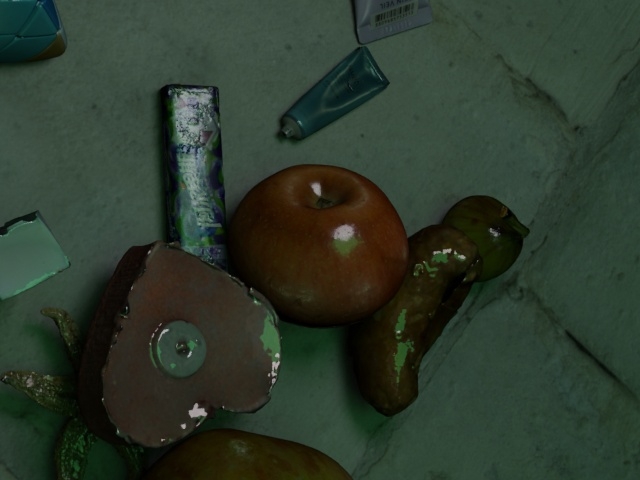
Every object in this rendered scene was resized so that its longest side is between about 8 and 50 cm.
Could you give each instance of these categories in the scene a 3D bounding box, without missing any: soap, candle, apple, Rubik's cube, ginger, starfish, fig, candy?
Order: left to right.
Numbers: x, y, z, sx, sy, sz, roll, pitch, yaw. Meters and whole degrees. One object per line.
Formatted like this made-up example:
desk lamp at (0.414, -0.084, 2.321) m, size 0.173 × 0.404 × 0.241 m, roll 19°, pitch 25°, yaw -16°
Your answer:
Rubik's cube at (-0.470, -0.306, 1.827) m, size 0.254 × 0.254 × 0.254 m, roll 1°, pitch 88°, yaw -26°
soap at (-0.441, 0.033, 1.772) m, size 0.145 × 0.230 × 0.091 m, roll -30°, pitch 101°, yaw -23°
starfish at (-0.342, 0.241, 1.904) m, size 0.302 × 0.060 × 0.299 m, roll 49°, pitch 66°, yaw -23°
candle at (-0.223, 0.143, 1.878) m, size 0.317 × 0.131 × 0.287 m, roll -26°, pitch 102°, yaw -38°
candy at (-0.194, -0.086, 1.993) m, size 0.088 × 0.061 × 0.312 m, roll -2°, pitch 89°, yaw -24°
apple at (-0.118, 0.463, 1.877) m, size 0.400 × 0.333 × 0.400 m, roll -11°, pitch 112°, yaw -30°
apple at (0.000, 0.000, 1.974) m, size 0.251 × 0.272 × 0.206 m, roll -41°, pitch 146°, yaw -27°
ginger at (0.137, 0.117, 2.099) m, size 0.165 × 0.172 × 0.321 m, roll 20°, pitch 96°, yaw -48°
fig at (0.286, -0.011, 2.160) m, size 0.142 × 0.186 × 0.148 m, roll -44°, pitch 116°, yaw -42°

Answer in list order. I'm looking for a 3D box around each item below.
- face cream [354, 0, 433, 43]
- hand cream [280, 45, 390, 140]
face cream at (0.101, -0.475, 2.147) m, size 0.154 × 0.096 × 0.274 m, roll -23°, pitch 111°, yaw -28°
hand cream at (0.019, -0.230, 2.118) m, size 0.224 × 0.048 × 0.083 m, roll -40°, pitch 103°, yaw -27°
